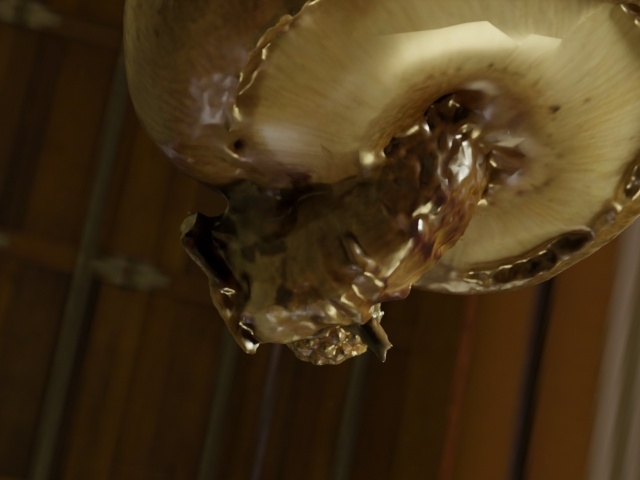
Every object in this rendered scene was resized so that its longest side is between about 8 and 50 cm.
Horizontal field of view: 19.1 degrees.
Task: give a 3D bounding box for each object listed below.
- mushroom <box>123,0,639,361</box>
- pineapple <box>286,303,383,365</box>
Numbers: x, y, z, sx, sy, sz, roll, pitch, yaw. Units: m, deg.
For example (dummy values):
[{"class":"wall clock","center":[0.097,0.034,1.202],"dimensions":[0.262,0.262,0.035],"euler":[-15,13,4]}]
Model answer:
[{"class":"mushroom","center":[0.045,-0.079,0.845],"dimensions":[0.278,0.297,0.163],"euler":[-42,-133,6]},{"class":"pineapple","center":[0.000,0.000,1.176],"dimensions":[0.074,0.074,0.159],"euler":[-96,180,-56]}]
